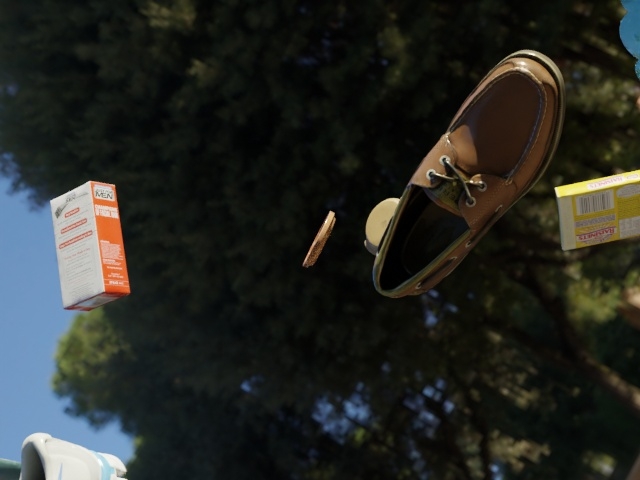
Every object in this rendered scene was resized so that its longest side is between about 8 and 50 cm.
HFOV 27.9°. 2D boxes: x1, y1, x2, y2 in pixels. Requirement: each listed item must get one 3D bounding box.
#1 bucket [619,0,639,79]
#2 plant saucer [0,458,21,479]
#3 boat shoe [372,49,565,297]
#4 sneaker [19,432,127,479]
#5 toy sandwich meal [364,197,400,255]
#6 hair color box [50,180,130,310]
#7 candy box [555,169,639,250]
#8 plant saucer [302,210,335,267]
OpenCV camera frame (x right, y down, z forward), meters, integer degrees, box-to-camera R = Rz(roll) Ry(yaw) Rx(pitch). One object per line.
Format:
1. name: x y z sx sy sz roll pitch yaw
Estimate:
1. bucket: 0.503 -0.263 1.469 0.281 0.281 0.183 -62 24 2
2. plant saucer: -0.290 0.234 1.202 0.119 0.119 0.021 84 -165 -58
3. boat shoe: 0.154 -0.055 1.352 0.104 0.110 0.307 -33 -25 -55
4. sneaker: -0.194 0.208 0.799 0.083 0.071 0.191 39 -123 -36
5. toy sandwich meal: 0.096 -0.016 1.768 0.029 0.085 0.085 24 -85 -42
6. hair color box: -0.333 0.009 1.857 0.053 0.093 0.167 8 -113 -51
7. candy box: 0.422 -0.049 1.735 0.105 0.206 0.027 74 -174 -46
8. plant saucer: 0.000 0.000 1.741 0.083 0.013 0.083 -62 2 4
